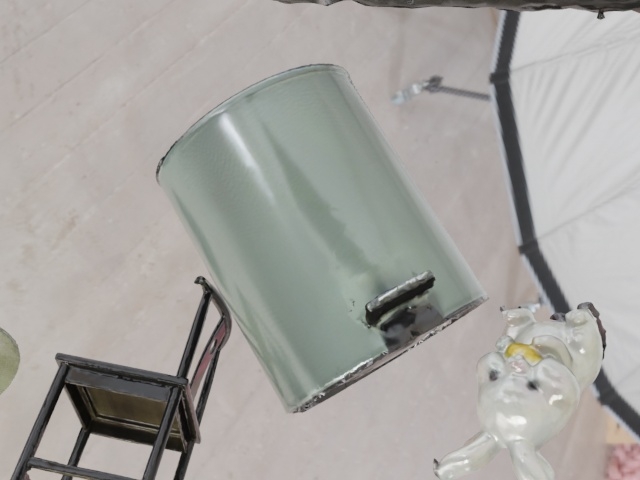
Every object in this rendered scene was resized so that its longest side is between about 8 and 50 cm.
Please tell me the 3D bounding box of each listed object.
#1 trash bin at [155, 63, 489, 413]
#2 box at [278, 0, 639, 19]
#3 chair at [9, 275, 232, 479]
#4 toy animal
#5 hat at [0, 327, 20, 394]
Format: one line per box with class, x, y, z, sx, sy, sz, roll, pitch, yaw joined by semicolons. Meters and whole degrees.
trash bin;0.000;0.000;0.778;0.217;0.277;0.263;-27;79;-16
box;0.051;-0.249;0.274;0.091;0.359;0.350;-66;156;-44
chair;-0.190;0.172;0.821;0.154;0.141;0.260;94;8;-53
toy animal;0.129;0.094;0.510;0.124;0.071;0.085;-38;134;-49
hat;-0.563;0.146;1.126;0.257;0.257;0.130;8;39;-45
